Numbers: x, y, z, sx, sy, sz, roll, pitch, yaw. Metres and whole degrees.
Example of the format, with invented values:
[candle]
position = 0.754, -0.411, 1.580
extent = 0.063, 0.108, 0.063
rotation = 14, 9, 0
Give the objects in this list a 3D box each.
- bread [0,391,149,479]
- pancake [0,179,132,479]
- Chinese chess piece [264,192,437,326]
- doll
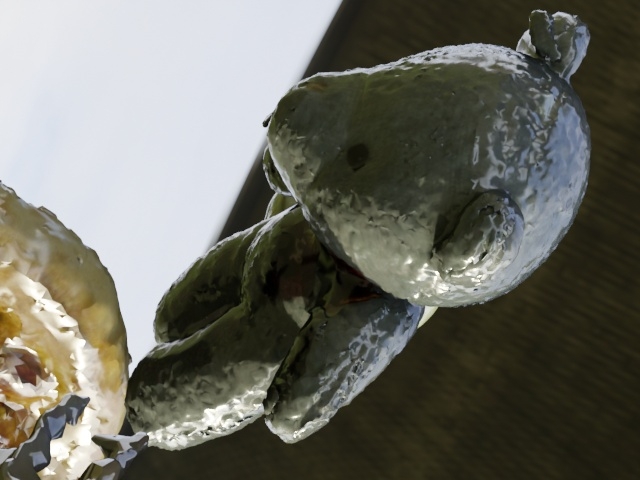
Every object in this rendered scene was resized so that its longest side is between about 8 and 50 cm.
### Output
[bread]
position = -0.011, 0.222, 0.564
extent = 0.236, 0.389, 0.183
rotation = -59, 176, -7
[pancake]
position = -0.283, 0.081, 1.109
extent = 0.356, 0.356, 0.065
rotation = -53, -152, 21
[Chinese chess piece]
position = 0.034, 0.009, 1.772
extent = 0.083, 0.188, 0.188
rotation = 117, -22, -47
[doll]
position = -0.003, -0.005, 1.062
extent = 0.340, 0.158, 0.245
rotation = -24, -144, 31
